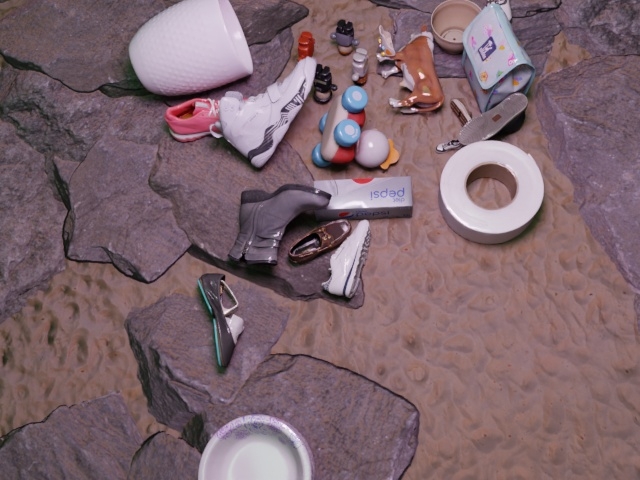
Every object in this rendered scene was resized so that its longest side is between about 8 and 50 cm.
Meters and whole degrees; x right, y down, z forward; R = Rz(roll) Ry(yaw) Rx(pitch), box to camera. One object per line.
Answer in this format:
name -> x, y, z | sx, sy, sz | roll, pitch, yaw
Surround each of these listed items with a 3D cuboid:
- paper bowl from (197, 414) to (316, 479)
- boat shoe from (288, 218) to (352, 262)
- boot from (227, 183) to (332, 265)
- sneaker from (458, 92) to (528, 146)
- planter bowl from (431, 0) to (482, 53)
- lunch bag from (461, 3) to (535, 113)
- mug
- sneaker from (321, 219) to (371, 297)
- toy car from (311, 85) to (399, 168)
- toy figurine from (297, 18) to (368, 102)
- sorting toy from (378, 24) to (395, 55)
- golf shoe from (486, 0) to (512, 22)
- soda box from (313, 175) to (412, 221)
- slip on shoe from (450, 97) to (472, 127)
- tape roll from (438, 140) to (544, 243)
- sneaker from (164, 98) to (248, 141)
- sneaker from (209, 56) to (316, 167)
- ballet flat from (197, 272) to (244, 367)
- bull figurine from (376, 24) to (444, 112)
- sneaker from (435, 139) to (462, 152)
paper bowl -> -0.153, 0.588, 1.516 | 0.284, 0.148, 0.284 | -2, 70, 6
boat shoe -> 0.000, 0.000, 1.743 | 0.207, 0.073, 0.073 | -33, 69, -6
boot -> -0.114, -0.033, 1.701 | 0.338, 0.118, 0.223 | -5, 71, 44
sneaker -> 0.514, -0.330, 1.774 | 0.222, 0.118, 0.083 | -32, 64, 8
planter bowl -> 0.427, -0.659, 1.896 | 0.162, 0.109, 0.162 | -2, 71, 6
lunch bag -> 0.515, -0.525, 1.758 | 0.160, 0.262, 0.223 | -16, 70, 2
mug -> -0.422, -0.632, 1.939 | 0.328, 0.276, 0.374 | -18, 39, 8
sneaker -> 0.079, 0.043, 1.714 | 0.094, 0.090, 0.235 | 14, 72, 22
toy car -> 0.128, -0.305, 1.795 | 0.238, 0.219, 0.210 | 19, 71, -17
toy figurine -> 0.042, -0.565, 1.902 | 0.209, 0.148, 0.213 | -23, 67, -7
sorting toy -> 0.195, -0.616, 1.844 | 0.044, 0.075, 0.083 | -15, 57, 12
golf shoe -> 0.570, -0.785, 1.932 | 0.077, 0.094, 0.198 | -11, 71, 2
soda box -> 0.124, -0.121, 1.758 | 0.286, 0.091, 0.098 | -2, 70, 7
slip on shoe -> 0.444, -0.378, 1.832 | 0.041, 0.051, 0.135 | -19, 63, -14
tape roll -> 0.481, -0.137, 1.713 | 0.286, 0.100, 0.286 | -2, 70, 7
sneaker -> -0.338, -0.391, 1.889 | 0.313, 0.136, 0.116 | -12, 71, 3
sneaker -> -0.173, -0.412, 1.782 | 0.210, 0.137, 0.366 | 30, 109, -12
ballet flat -> -0.272, 0.213, 1.696 | 0.096, 0.095, 0.280 | -15, 69, -11
bull figurine -> 0.285, -0.531, 1.877 | 0.188, 0.101, 0.310 | -15, 64, 10
sneaker -> 0.386, -0.288, 1.811 | 0.083, 0.037, 0.032 | -15, 71, 4
